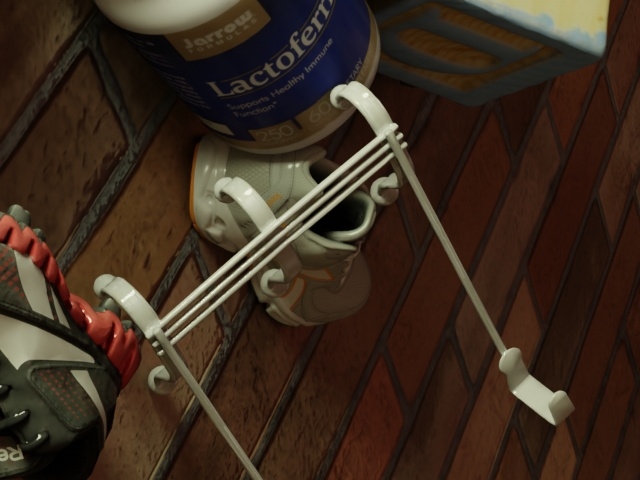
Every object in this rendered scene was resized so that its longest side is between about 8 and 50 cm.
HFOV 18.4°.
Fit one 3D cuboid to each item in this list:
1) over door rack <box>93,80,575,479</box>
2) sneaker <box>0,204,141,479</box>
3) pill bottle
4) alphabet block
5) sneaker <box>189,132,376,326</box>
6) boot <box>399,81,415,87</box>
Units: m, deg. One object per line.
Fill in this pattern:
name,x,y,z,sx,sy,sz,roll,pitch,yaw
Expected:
over door rack,0.007,0.075,1.437,0.239,0.108,0.324,-40,120,-12
sneaker,-0.196,0.064,1.163,0.276,0.097,0.135,52,41,-54
pill bottle,-0.073,-0.183,1.375,0.264,0.153,0.153,47,48,-54
alphabet block,0.124,-0.249,1.681,0.192,0.193,0.197,19,70,-32
sneaker,0.000,0.000,1.559,0.262,0.121,0.099,43,52,-57
boot,0.094,-0.247,1.818,0.106,0.082,0.219,-49,134,-59
